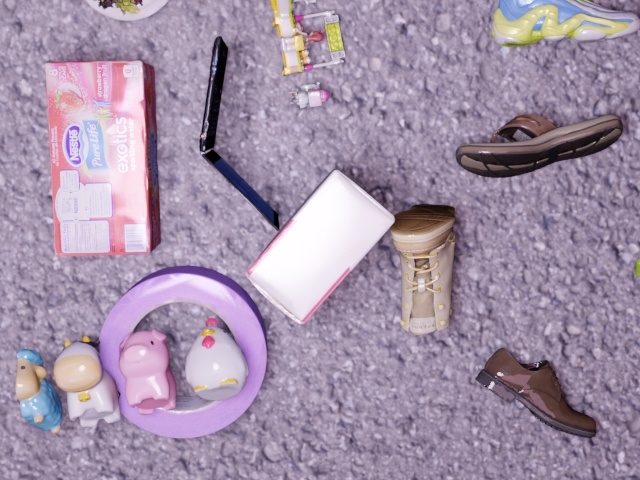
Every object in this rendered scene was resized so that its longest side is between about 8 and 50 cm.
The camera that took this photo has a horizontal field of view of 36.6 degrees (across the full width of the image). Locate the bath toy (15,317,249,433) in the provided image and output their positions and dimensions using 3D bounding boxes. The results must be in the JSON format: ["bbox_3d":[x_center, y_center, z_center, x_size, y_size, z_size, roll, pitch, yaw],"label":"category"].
[{"bbox_3d":[-0.288,0.198,1.504,0.348,0.151,0.129,-10,62,-1],"label":"bath toy"}]

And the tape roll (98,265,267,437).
[{"bbox_3d":[-0.226,0.183,1.607,0.274,0.090,0.275,0,97,-3],"label":"tape roll"}]

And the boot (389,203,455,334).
[{"bbox_3d":[0.161,0.053,1.525,0.095,0.262,0.204,4,99,11],"label":"boot"}]

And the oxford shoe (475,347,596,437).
[{"bbox_3d":[0.385,0.259,1.646,0.227,0.083,0.096,32,90,-7],"label":"oxford shoe"}]

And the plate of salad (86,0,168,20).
[{"bbox_3d":[-0.313,-0.448,1.525,0.199,0.048,0.200,4,105,14],"label":"plate of salad"}]

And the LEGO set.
[{"bbox_3d":[-0.018,-0.360,1.527,0.107,0.132,0.287,-11,119,-6],"label":"LEGO set"}]

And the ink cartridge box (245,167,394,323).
[{"bbox_3d":[0.000,0.000,1.497,0.117,0.283,0.207,40,94,-3],"label":"ink cartridge box"}]

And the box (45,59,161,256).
[{"bbox_3d":[-0.341,-0.130,1.536,0.154,0.142,0.300,-2,97,-2],"label":"box"}]

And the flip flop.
[{"bbox_3d":[0.355,-0.170,1.587,0.277,0.112,0.080,-15,72,2],"label":"flip flop"}]

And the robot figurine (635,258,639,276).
[{"bbox_3d":[0.586,0.054,1.634,0.101,0.067,0.115,17,97,23],"label":"robot figurine"}]

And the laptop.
[{"bbox_3d":[-0.111,-0.166,1.496,0.136,0.234,0.264,9,96,-5],"label":"laptop"}]

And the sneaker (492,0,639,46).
[{"bbox_3d":[0.397,-0.383,1.562,0.240,0.091,0.126,-3,97,-1],"label":"sneaker"}]
